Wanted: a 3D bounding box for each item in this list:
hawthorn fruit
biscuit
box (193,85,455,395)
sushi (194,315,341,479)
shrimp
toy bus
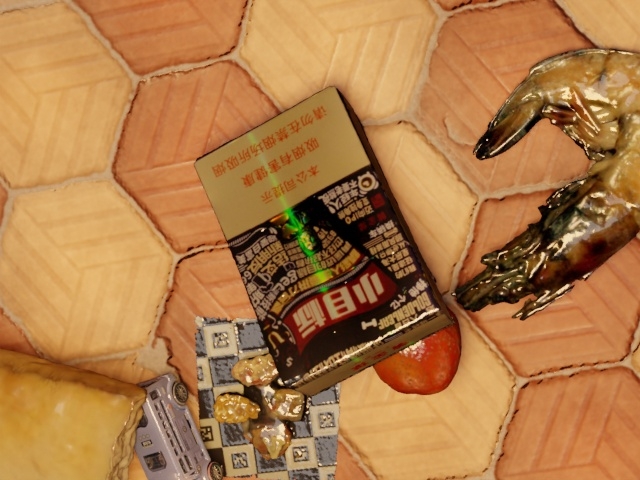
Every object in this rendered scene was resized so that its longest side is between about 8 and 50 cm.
[{"bbox_3d":[0.114,0.127,1.425,0.128,0.128,0.128,1,96,7],"label":"hawthorn fruit"},{"bbox_3d":[-0.441,0.337,1.513,0.446,0.104,0.429,11,104,15],"label":"biscuit"},{"bbox_3d":[0.000,0.000,1.390,0.198,0.084,0.310,-28,69,9],"label":"box"},{"bbox_3d":[-0.069,0.204,1.495,0.193,0.040,0.210,1,96,7],"label":"sushi"},{"bbox_3d":[0.276,-0.074,1.415,0.365,0.071,0.233,-41,80,10],"label":"shrimp"},{"bbox_3d":[-0.191,0.256,1.490,0.073,0.076,0.167,-22,92,30],"label":"toy bus"}]
